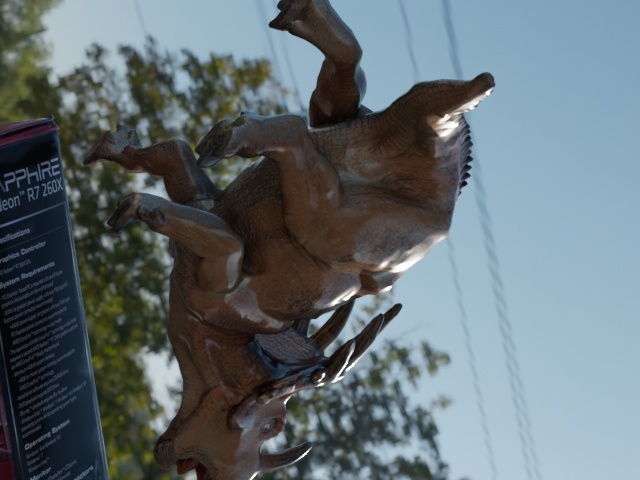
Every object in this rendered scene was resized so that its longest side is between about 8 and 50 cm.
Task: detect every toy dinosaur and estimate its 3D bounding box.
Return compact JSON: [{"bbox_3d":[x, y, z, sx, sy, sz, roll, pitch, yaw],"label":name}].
[{"bbox_3d":[0.000,0.000,0.627,0.200,0.295,0.127,41,34,-26],"label":"toy dinosaur"}]

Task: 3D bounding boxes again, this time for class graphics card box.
[{"bbox_3d":[-0.244,0.121,0.708,0.094,0.233,0.371,-35,122,-64],"label":"graphics card box"}]
